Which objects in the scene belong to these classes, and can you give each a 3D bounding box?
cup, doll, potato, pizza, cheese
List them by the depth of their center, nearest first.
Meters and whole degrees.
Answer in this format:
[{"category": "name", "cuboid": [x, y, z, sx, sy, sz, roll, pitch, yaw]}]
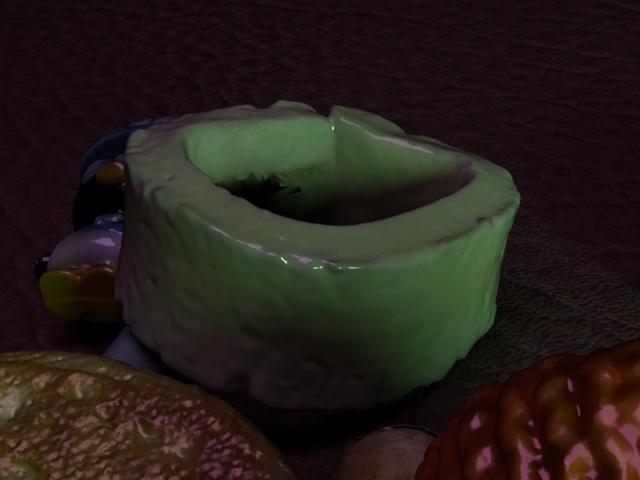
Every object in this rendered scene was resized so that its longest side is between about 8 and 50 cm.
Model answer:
[{"category": "potato", "cuboid": [0.059, 0.190, 0.942, 0.107, 0.080, 0.170, -17, 25, 0]}, {"category": "pizza", "cuboid": [-0.161, 0.157, 1.007, 0.268, 0.087, 0.258, -19, 46, -7]}, {"category": "cup", "cuboid": [-0.173, 0.131, 1.150, 0.104, 0.074, 0.116, -18, 22, 39]}, {"category": "cheese", "cuboid": [-0.001, -0.003, 1.182, 0.332, 0.153, 0.292, -12, 35, -39]}, {"category": "doll", "cuboid": [-0.176, -0.033, 1.377, 0.177, 0.141, 0.314, -4, 31, 18]}]

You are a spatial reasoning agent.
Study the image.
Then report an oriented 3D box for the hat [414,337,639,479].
[{"category": "hat", "cuboid": [0.191, 0.264, 0.675, 0.285, 0.285, 0.400, -4, 55, 9]}]
